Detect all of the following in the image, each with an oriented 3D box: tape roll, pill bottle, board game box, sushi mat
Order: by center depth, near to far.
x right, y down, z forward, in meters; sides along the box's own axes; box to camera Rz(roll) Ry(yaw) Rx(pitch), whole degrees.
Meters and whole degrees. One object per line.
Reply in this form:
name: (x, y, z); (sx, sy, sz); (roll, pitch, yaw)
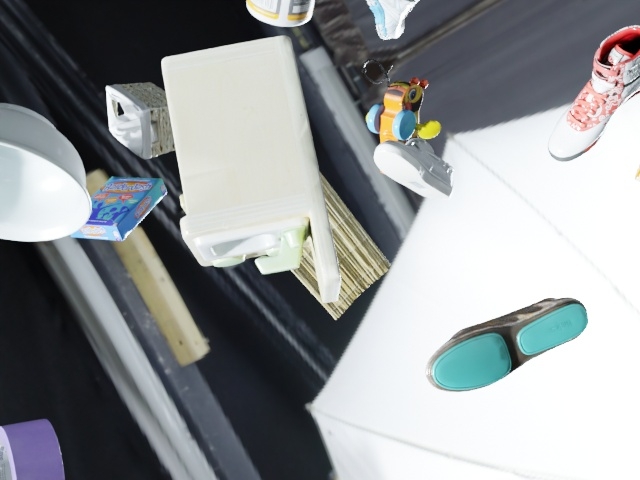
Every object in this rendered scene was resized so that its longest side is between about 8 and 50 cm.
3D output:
tape roll: (-0.507, 0.410, 1.502); (0.080, 0.189, 0.188); (-4, -116, -31)
sushi mat: (0.000, 0.000, 1.552); (0.316, 0.151, 0.019); (51, 176, -35)
pill bottle: (-0.075, -0.644, 1.970); (0.162, 0.278, 0.162); (8, -140, -7)
board game box: (-0.502, -0.082, 2.138); (0.210, 0.160, 0.047); (-58, -38, -46)

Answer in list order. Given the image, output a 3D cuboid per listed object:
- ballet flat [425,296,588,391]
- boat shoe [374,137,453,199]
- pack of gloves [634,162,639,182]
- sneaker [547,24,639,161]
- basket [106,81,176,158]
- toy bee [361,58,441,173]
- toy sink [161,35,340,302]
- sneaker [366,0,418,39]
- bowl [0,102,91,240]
ballet flat: (0.317, 0.180, 1.520); (0.106, 0.316, 0.107); (-151, 45, -73)
boat shoe: (0.145, -0.116, 1.277); (0.184, 0.066, 0.063); (25, -107, -43)
pack of gloves: (0.505, -0.120, 1.022); (0.232, 0.195, 0.046); (20, -176, -21)
sneaker: (0.504, -0.272, 1.579); (0.145, 0.270, 0.090); (31, -162, -54)
basket: (-0.361, -0.255, 1.798); (0.103, 0.113, 0.167); (-19, -143, -33)
toy bee: (0.200, -0.300, 2.006); (0.195, 0.298, 0.162); (38, -125, 21)
toy sink: (-0.068, -0.050, 0.831); (0.153, 0.131, 0.234); (90, 169, -79)
sneaker: (0.125, -0.376, 1.376); (0.191, 0.083, 0.071); (38, -127, -71)
bowl: (-0.512, -0.129, 1.408); (0.298, 0.298, 0.134); (38, -134, -44)
